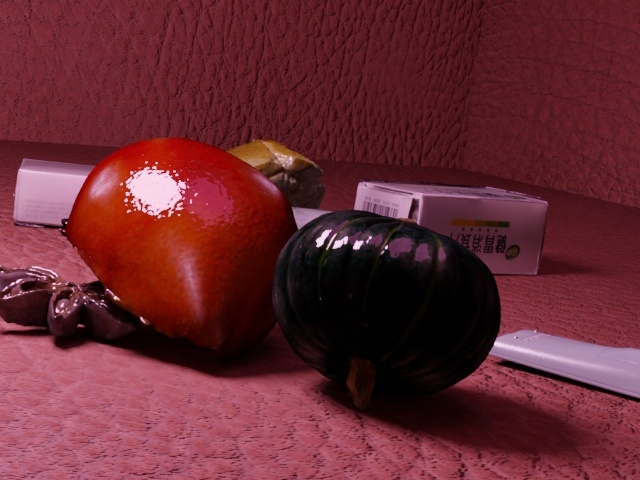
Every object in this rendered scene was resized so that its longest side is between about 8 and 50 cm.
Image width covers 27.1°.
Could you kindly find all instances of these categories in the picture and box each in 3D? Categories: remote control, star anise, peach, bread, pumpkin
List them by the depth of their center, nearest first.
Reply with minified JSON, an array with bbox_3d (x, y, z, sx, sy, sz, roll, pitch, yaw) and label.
[{"bbox_3d":[0.067,0.075,1.399,0.250,0.216,0.250,13,-25,6],"label":"pumpkin"},{"bbox_3d":[-0.290,0.081,1.550,0.208,0.063,0.172,9,13,-26],"label":"star anise"},{"bbox_3d":[-0.146,-0.008,1.575,0.258,0.201,0.362,29,8,-29],"label":"peach"},{"bbox_3d":[0.353,0.151,1.613,0.293,0.051,0.103,11,10,34],"label":"remote control"},{"bbox_3d":[-0.116,-0.066,2.274,0.257,0.186,0.124,-18,28,-39],"label":"bread"}]

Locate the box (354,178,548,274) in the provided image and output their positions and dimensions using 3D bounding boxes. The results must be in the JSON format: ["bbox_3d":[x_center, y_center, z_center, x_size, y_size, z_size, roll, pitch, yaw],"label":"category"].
[{"bbox_3d":[0.231,-0.024,2.387,0.333,0.145,0.173,2,8,-36],"label":"box"}]

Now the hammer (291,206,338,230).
[{"bbox_3d":[0.000,0.000,2.210,0.202,0.113,0.305,10,3,1],"label":"hammer"}]

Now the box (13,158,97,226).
[{"bbox_3d":[-0.423,-0.079,2.391,0.252,0.106,0.203,6,7,-11],"label":"box"}]
